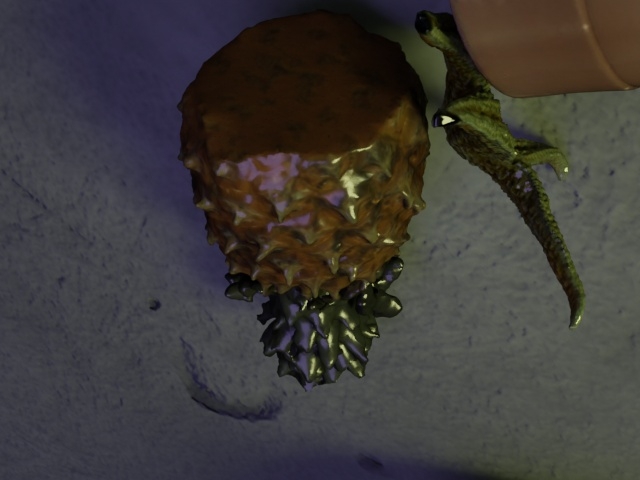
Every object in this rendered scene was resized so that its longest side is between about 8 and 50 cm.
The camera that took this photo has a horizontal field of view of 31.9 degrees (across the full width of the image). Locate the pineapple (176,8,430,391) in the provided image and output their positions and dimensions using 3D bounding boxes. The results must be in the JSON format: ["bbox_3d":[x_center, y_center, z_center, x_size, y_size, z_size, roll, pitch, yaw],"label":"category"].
[{"bbox_3d":[0.000,0.000,0.723,0.158,0.158,0.278,16,141,20],"label":"pineapple"}]

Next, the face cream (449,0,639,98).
[{"bbox_3d":[0.132,-0.143,0.515,0.104,0.149,0.149,-1,124,34],"label":"face cream"}]

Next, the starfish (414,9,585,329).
[{"bbox_3d":[0.093,-0.055,0.593,0.050,0.223,0.217,-32,67,22],"label":"starfish"}]
